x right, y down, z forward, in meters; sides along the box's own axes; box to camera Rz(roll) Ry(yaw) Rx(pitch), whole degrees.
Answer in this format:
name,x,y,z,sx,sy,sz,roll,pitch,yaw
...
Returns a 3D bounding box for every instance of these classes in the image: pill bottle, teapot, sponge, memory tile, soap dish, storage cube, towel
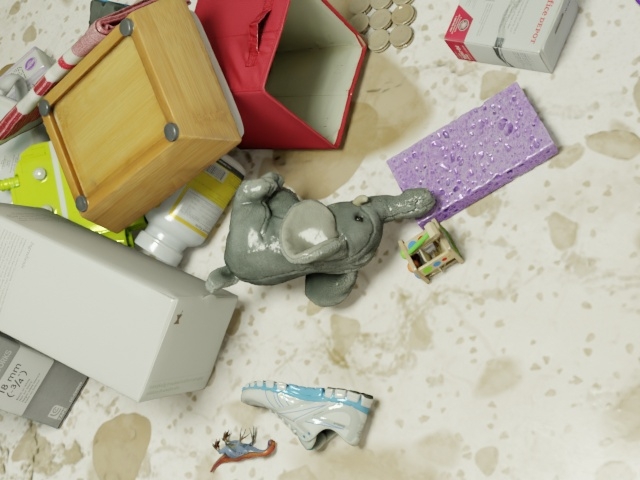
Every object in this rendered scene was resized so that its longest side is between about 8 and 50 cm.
name,x,y,z,sx,sy,sz,roll,pitch,yaw
pill bottle,-0.200,-0.056,1.504,0.103,0.103,0.184,29,85,36
teapot,-0.561,-0.125,1.704,0.256,0.187,0.252,-34,84,-7
sponge,0.200,-0.112,1.341,0.210,0.031,0.117,-31,56,15
memory tile,0.093,-0.351,1.522,0.113,0.012,0.148,-7,65,28
soap dish,-0.258,-0.169,1.381,0.291,0.118,0.229,-31,76,36
storage cube,-0.078,-0.253,1.458,0.193,0.215,0.183,3,71,38
towel,-0.359,-0.258,1.525,0.329,0.237,0.037,-33,97,36

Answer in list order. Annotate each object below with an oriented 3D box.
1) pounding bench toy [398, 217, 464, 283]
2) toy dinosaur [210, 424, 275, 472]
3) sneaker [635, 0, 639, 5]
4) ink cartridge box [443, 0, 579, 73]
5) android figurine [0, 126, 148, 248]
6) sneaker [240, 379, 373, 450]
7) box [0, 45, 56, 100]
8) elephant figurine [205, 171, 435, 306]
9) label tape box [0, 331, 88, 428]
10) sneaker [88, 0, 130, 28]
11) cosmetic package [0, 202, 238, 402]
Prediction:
name,x,y,z,sx,sy,sz,roll,pitch,yaw
pounding bench toy,0.134,0.011,1.291,0.065,0.083,0.052,-33,56,13
toy dinosaur,-0.101,0.282,1.347,0.082,0.047,0.090,20,113,26
sneaker,0.438,-0.306,1.219,0.102,0.146,0.293,-24,59,19
ink cartridge box,0.263,-0.298,1.369,0.150,0.063,0.109,18,78,34
android figurine,-0.371,-0.085,1.575,0.273,0.056,0.248,-11,80,-1
sneaker,-0.027,0.229,1.299,0.191,0.071,0.083,2,76,31
box,-0.615,-0.224,1.845,0.324,0.063,0.067,-38,56,10
elephant figurine,0.000,0.000,1.320,0.239,0.169,0.186,17,103,31
label tape box,-0.537,0.144,1.466,0.240,0.334,0.106,27,84,36
sneaker,-0.258,-0.304,1.662,0.341,0.125,0.139,22,104,35
cosmetic package,-0.326,0.076,1.396,0.365,0.197,0.155,24,96,21
